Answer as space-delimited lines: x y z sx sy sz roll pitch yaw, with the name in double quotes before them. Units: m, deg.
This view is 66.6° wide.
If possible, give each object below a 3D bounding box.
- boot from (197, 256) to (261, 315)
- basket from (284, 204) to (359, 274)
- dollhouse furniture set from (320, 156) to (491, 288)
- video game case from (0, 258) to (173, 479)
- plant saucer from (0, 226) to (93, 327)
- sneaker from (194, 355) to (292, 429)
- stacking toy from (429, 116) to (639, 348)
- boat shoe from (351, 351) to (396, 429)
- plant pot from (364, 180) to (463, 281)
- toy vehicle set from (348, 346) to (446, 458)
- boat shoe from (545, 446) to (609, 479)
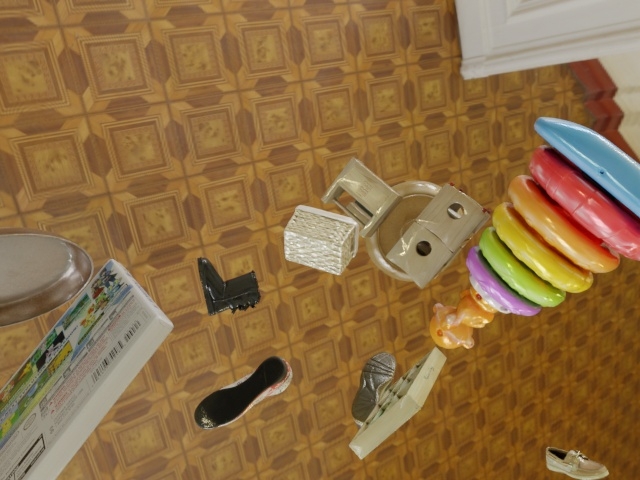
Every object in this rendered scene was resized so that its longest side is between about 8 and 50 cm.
"boot" -0.165 0.077 0.884 0.099 0.045 0.121 -14 107 -13
"basket" 0.000 0.000 1.202 0.103 0.167 0.113 -57 156 -46
"dollhouse furniture set" 0.126 -0.048 0.692 0.129 0.183 0.129 -52 165 15
"video game case" -0.388 0.205 0.758 0.036 0.300 0.329 43 78 -36
"plant saucer" -0.586 0.068 0.893 0.310 0.050 0.311 -24 155 -12
"sneaker" -0.192 0.410 1.293 0.270 0.090 0.145 -35 158 -6
"stacking toy" 0.235 0.026 0.562 0.165 0.175 0.302 -3 137 -53
"boat shoe" 0.134 0.384 1.245 0.223 0.080 0.073 -56 153 -47
"plant pot" 0.218 -0.016 1.111 0.236 0.032 0.236 0 101 -3
"toy vehicle set" 0.166 0.320 0.993 0.166 0.035 0.267 -49 167 21
"boat shoe" 0.522 0.458 1.007 0.050 0.135 0.045 -9 82 -31
